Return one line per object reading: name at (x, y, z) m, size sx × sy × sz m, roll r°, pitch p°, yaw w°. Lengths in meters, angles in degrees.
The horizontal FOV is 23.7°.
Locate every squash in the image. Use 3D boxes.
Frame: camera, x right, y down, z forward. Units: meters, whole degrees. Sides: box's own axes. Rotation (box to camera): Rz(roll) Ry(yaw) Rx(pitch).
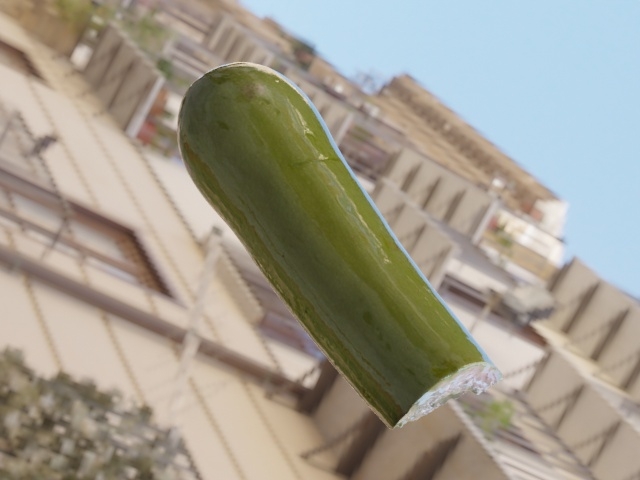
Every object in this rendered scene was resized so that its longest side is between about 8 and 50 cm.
squash at (0.000, 0.000, 0.813) m, size 0.083 × 0.083 × 0.250 m, roll -49°, pitch -122°, yaw 23°
